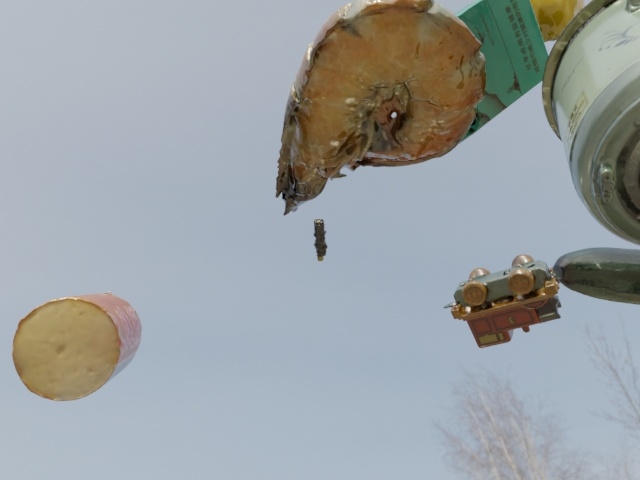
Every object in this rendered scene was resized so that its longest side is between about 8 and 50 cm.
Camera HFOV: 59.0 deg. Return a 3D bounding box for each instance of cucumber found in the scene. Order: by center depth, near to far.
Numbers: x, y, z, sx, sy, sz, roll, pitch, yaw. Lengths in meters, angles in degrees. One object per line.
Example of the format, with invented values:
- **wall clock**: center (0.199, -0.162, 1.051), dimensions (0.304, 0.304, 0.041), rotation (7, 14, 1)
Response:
- **cucumber**: center (0.555, 0.057, 1.038), dimensions (0.243, 0.115, 0.063), rotation (0, -31, -2)

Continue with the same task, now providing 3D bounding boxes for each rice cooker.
- **rice cooker**: center (0.399, -0.150, 0.638), dimensions (0.264, 0.317, 0.317), rotation (-9, -45, 21)

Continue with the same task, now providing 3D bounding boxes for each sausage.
- **sausage**: center (-0.567, 0.243, 1.356), dimensions (0.232, 0.233, 0.287), rotation (-2, -3, -6)

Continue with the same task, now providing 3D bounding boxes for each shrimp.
- **shrimp**: center (0.041, -0.103, 0.548), dimensions (0.164, 0.062, 0.317), rotation (24, -33, -9)

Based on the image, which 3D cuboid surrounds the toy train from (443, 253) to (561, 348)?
- **toy train**: center (0.565, 0.193, 1.750), dimensions (0.368, 0.163, 0.232), rotation (-20, -81, 29)

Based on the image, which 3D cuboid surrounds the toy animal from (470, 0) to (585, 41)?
- **toy animal**: center (0.340, -0.396, 0.984), dimensions (0.229, 0.156, 0.156), rotation (-23, -48, -5)

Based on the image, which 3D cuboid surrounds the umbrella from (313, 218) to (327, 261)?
- **umbrella**: center (0.000, 0.000, 1.679), dimensions (0.037, 0.040, 0.144), rotation (-36, -43, -37)

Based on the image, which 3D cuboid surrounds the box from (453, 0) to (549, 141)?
- **box**: center (0.240, -0.268, 0.838), dimensions (0.226, 0.042, 0.161), rotation (-37, -69, -20)
